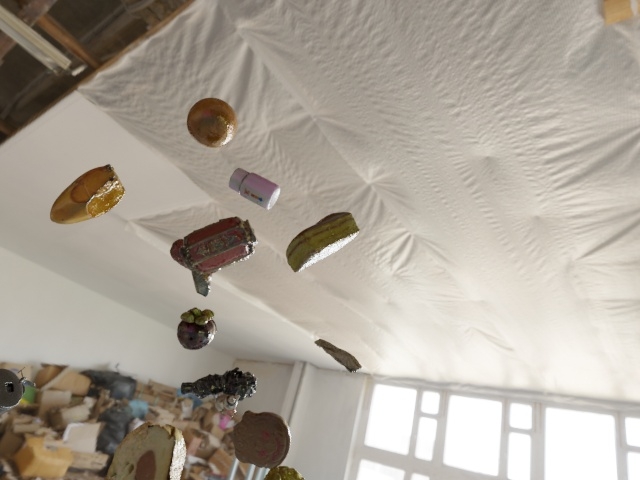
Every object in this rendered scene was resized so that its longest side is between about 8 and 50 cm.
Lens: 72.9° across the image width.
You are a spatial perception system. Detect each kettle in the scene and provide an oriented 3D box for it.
[{"bbox_3d":[-1.419,0.643,1.738,0.308,0.203,0.262,-27,-50,5],"label":"kettle"}]

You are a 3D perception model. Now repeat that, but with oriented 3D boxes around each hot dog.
[{"bbox_3d":[-0.505,0.125,1.824,0.082,0.270,0.162,-13,-60,-19],"label":"hot dog"}]

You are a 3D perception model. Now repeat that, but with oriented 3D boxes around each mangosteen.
[{"bbox_3d":[-0.505,0.352,1.768,0.166,0.166,0.180,12,-66,7],"label":"mangosteen"}]

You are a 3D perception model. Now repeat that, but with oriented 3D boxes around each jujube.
[{"bbox_3d":[-0.642,0.072,2.089,0.176,0.112,0.109,47,-12,-34],"label":"jujube"}]

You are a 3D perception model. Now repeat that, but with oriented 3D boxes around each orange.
[{"bbox_3d":[-0.417,-0.456,1.675,0.206,0.206,0.206,12,-28,6],"label":"orange"}]

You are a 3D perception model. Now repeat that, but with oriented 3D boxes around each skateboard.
[{"bbox_3d":[-1.179,0.548,1.737,0.083,0.032,0.064,30,-17,43],"label":"skateboard"}]

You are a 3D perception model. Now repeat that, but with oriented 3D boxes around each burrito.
[{"bbox_3d":[0.073,0.473,1.779,0.230,0.063,0.058,25,22,29],"label":"burrito"}]

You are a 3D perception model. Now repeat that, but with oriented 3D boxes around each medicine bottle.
[{"bbox_3d":[-0.360,-0.287,2.367,0.255,0.152,0.152,28,-27,7],"label":"medicine bottle"}]

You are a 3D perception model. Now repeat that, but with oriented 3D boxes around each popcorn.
[{"bbox_3d":[-0.139,0.928,1.548,0.189,0.218,0.169,25,-17,26],"label":"popcorn"}]

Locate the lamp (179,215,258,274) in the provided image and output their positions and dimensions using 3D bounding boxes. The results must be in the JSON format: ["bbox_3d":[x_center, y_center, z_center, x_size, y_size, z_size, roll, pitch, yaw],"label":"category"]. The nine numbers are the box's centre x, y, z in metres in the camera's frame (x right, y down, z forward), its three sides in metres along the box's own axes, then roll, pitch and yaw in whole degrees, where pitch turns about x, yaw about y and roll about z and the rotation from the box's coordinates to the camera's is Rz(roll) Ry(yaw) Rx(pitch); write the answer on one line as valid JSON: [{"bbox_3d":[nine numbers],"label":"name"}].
[{"bbox_3d":[-0.370,0.017,1.586,0.274,0.177,0.177,-22,-29,-7],"label":"lamp"}]

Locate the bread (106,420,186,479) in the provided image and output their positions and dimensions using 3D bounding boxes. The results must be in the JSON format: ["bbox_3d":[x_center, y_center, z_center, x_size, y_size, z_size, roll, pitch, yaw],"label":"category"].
[{"bbox_3d":[-0.510,0.653,1.271,0.184,0.224,0.211,7,-63,-1],"label":"bread"}]

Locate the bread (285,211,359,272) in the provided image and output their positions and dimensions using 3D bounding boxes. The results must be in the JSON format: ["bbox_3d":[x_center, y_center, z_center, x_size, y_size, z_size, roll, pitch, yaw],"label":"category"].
[{"bbox_3d":[0.000,0.000,1.536,0.110,0.234,0.184,57,-34,9],"label":"bread"}]

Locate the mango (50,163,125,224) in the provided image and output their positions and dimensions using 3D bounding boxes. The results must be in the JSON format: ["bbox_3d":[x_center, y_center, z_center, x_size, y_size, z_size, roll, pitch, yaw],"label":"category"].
[{"bbox_3d":[-0.760,-0.139,1.413,0.154,0.252,0.126,36,-22,29],"label":"mango"}]

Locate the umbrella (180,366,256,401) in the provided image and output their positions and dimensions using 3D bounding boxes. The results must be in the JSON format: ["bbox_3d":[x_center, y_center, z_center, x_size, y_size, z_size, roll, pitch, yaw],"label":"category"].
[{"bbox_3d":[-0.453,0.660,1.927,0.337,0.154,0.128,-4,11,-29],"label":"umbrella"}]

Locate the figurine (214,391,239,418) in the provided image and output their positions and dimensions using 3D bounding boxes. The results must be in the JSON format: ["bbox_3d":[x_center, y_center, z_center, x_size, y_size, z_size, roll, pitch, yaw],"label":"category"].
[{"bbox_3d":[-0.374,0.688,1.820,0.146,0.081,0.098,-15,-73,46],"label":"figurine"}]

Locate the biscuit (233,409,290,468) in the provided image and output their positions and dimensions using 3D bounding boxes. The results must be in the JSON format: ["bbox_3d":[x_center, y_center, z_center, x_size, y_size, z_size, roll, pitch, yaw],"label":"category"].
[{"bbox_3d":[-0.256,0.864,1.876,0.258,0.272,0.049,10,13,7],"label":"biscuit"}]
